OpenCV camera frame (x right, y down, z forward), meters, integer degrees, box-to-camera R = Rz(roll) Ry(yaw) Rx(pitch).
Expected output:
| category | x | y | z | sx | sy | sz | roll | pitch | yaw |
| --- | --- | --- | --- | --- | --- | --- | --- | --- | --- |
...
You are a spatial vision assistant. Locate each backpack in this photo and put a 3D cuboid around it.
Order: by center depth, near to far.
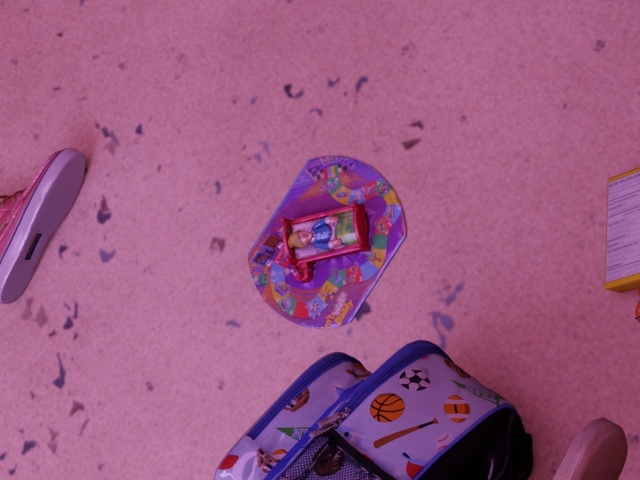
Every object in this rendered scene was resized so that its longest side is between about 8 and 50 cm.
| category | x | y | z | sx | sy | sz | roll | pitch | yaw |
| --- | --- | --- | --- | --- | --- | --- | --- | --- | --- |
| backpack | 0.053 | 0.218 | 1.713 | 0.263 | 0.276 | 0.213 | -39 | 67 | -11 |

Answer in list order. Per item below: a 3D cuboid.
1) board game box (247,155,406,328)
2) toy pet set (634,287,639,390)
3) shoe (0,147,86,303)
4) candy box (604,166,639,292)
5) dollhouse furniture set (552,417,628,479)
| category | x | y | z | sx | sy | sz | roll | pitch | yaw |
| --- | --- | --- | --- | --- | --- | --- | --- | --- | --- |
| board game box | 0.000 | 0.000 | 1.891 | 0.133 | 0.033 | 0.168 | 36 | 97 | 26 |
| toy pet set | 0.316 | 0.085 | 1.709 | 0.122 | 0.065 | 0.114 | 21 | 90 | 27 |
| shoe | -0.313 | -0.029 | 2.026 | 0.081 | 0.063 | 0.178 | 32 | 99 | 21 |
| candy box | 0.313 | -0.024 | 1.684 | 0.206 | 0.027 | 0.105 | -22 | 58 | 59 |
| dollhouse furniture set | 0.410 | 0.245 | 1.440 | 0.362 | 0.394 | 0.256 | 28 | 93 | 36 |
